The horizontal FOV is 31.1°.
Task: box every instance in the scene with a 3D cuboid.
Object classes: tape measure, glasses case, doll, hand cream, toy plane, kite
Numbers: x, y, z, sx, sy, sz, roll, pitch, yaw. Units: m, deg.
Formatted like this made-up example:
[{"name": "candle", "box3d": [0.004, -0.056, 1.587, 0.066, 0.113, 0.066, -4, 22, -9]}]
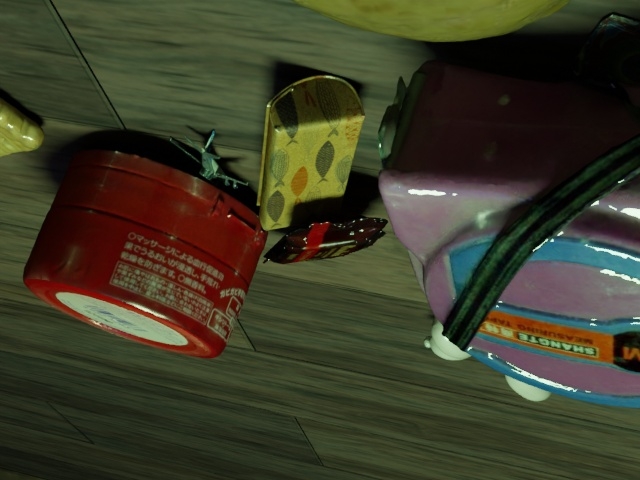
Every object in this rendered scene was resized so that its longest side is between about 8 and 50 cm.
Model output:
[{"name": "tape measure", "box3d": [0.170, -0.007, 0.717, 0.232, 0.149, 0.245, 7, 147, 20]}, {"name": "glasses case", "box3d": [-0.012, -0.062, 0.857, 0.065, 0.041, 0.170, -11, 159, -10]}, {"name": "doll", "box3d": [0.175, 0.097, 1.069, 0.160, 0.059, 0.161, 27, 155, -22]}, {"name": "hand cream", "box3d": [-0.152, 0.015, 1.005, 0.193, 0.125, 0.193, 18, 162, 6]}, {"name": "toy plane", "box3d": [-0.089, -0.060, 0.944, 0.078, 0.024, 0.084, 31, 160, 15]}, {"name": "kite", "box3d": [0.190, -0.054, 0.779, 0.152, 0.015, 0.285, 22, 156, -11]}]

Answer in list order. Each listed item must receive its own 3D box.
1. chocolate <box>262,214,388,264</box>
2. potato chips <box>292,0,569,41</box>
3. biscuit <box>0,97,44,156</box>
[{"name": "chocolate", "box3d": [0.000, 0.000, 0.962, 0.086, 0.028, 0.182, -8, 175, -9]}, {"name": "potato chips", "box3d": [0.040, -0.156, 0.604, 0.208, 0.062, 0.195, 24, 154, -10]}, {"name": "biscuit", "box3d": [-0.357, -0.140, 0.941, 0.160, 0.030, 0.250, -4, 149, 39]}]
